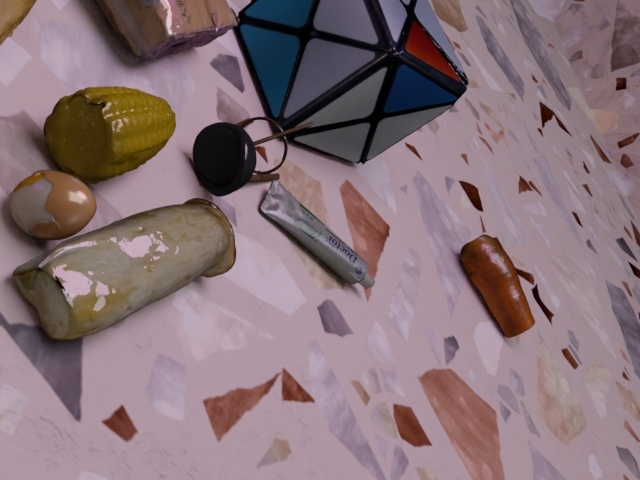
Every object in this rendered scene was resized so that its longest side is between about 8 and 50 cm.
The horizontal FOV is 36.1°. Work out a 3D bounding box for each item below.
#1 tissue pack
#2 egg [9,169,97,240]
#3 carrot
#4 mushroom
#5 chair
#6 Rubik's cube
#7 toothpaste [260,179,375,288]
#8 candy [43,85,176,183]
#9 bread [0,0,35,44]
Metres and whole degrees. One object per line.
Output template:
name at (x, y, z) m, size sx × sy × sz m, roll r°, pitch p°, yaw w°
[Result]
tissue pack at (-0.242, -0.372, 1.317) m, size 0.256 × 0.123 × 0.215 m, roll 62°, pitch 25°, yaw -8°
egg at (-0.265, -0.035, 0.979) m, size 0.071 × 0.083 × 0.071 m, roll -4°, pitch 90°, yaw -67°
carrot at (0.332, 0.082, 1.818) m, size 0.193 × 0.087 × 0.087 m, roll 60°, pitch 28°, yaw 6°
mushroom at (-0.189, 0.020, 1.049) m, size 0.100 × 0.081 × 0.312 m, roll 54°, pitch 29°, yaw 6°
chair at (-0.102, -0.126, 1.333) m, size 0.095 × 0.104 × 0.221 m, roll 33°, pitch 22°, yaw 8°
Rubik's cube at (0.050, -0.298, 1.574) m, size 0.250 × 0.246 × 0.248 m, roll 13°, pitch 50°, yaw -53°
toothpaste at (0.000, 0.000, 1.414) m, size 0.218 × 0.041 × 0.064 m, roll 42°, pitch 48°, yaw -23°
candy at (-0.223, -0.127, 1.122) m, size 0.094 × 0.106 × 0.199 m, roll 41°, pitch 23°, yaw 7°
bread at (-0.325, -0.336, 0.999) m, size 0.168 × 0.264 × 0.163 m, roll 40°, pitch 31°, yaw -20°
